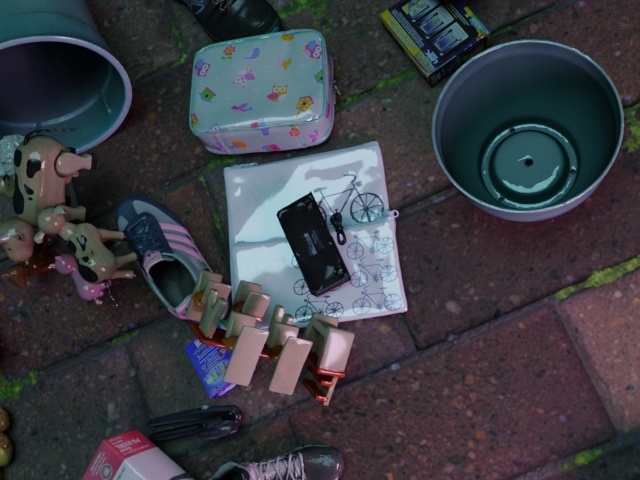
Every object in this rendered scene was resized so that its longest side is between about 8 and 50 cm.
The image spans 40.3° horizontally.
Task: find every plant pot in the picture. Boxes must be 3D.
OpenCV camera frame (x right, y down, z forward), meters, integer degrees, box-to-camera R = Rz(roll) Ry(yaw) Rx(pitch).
[{"bbox_3d":[-0.576,-0.385,1.703,0.341,0.341,0.334,-26,60,6],"label":"plant pot"},{"bbox_3d":[0.343,-0.154,1.445,0.293,0.196,0.293,-5,72,14],"label":"plant pot"}]

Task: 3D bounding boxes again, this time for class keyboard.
[{"bbox_3d":[0.000,0.000,1.542,0.108,0.023,0.180,-29,69,12],"label":"keyboard"}]

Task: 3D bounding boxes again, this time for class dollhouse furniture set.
[{"bbox_3d":[-0.086,0.175,1.417,0.262,0.259,0.135,38,109,62],"label":"dollhouse furniture set"}]

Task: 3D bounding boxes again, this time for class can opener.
[{"bbox_3d":[-0.222,0.318,1.522,0.186,0.073,0.059,-7,79,22],"label":"can opener"}]

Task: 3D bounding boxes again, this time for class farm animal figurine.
[{"bbox_3d":[-0.491,-0.042,1.560,0.330,0.172,0.327,-3,91,39],"label":"farm animal figurine"}]

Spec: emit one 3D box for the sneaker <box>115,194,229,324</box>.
[{"bbox_3d":[-0.290,0.022,1.587,0.112,0.131,0.319,-46,67,6],"label":"sneaker"}]

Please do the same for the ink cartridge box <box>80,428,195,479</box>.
[{"bbox_3d":[-0.289,0.460,1.448,0.237,0.100,0.172,35,104,21],"label":"ink cartridge box"}]

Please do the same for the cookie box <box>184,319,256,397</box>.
[{"bbox_3d":[-0.177,0.208,1.538,0.092,0.040,0.107,-41,67,23],"label":"cookie box"}]

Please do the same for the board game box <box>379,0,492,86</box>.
[{"bbox_3d":[0.215,-0.394,1.632,0.141,0.048,0.170,-35,67,4],"label":"board game box"}]

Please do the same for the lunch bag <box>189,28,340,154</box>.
[{"bbox_3d":[-0.103,-0.284,1.649,0.279,0.108,0.224,-5,67,11],"label":"lunch bag"}]

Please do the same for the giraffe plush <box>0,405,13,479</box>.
[{"bbox_3d":[-0.685,0.374,1.562,0.210,0.170,0.181,-14,71,10],"label":"giraffe plush"}]

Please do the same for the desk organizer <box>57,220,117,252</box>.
[{"bbox_3d":[-0.464,-0.009,1.688,0.130,0.050,0.047,27,81,20],"label":"desk organizer"}]

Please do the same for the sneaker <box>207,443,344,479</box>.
[{"bbox_3d":[-0.080,0.387,1.422,0.228,0.132,0.086,-17,70,9],"label":"sneaker"}]

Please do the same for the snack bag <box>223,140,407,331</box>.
[{"bbox_3d":[-0.017,-0.010,1.581,0.323,0.037,0.343,-9,71,12],"label":"snack bag"}]

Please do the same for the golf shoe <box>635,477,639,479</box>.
[{"bbox_3d":[0.475,0.395,1.284,0.273,0.120,0.105,-38,70,2],"label":"golf shoe"}]

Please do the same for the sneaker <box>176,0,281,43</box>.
[{"bbox_3d":[-0.227,-0.497,1.730,0.340,0.140,0.125,36,83,20],"label":"sneaker"}]
